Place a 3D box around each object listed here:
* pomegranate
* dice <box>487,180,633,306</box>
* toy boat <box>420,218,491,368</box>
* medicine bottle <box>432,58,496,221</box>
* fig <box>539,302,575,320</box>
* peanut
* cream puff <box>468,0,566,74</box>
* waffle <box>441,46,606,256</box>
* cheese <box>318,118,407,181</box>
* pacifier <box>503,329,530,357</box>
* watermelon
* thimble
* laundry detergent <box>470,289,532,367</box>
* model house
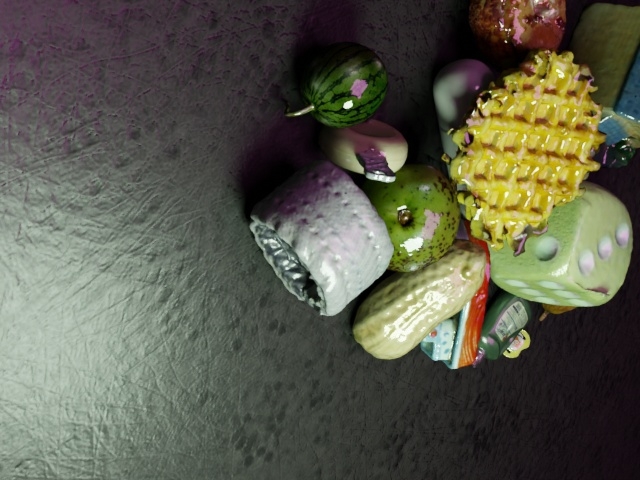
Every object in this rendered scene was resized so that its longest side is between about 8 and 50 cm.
[{"bbox_3d":[0.158,-0.040,1.472,0.248,0.214,0.214,61,54,-82],"label":"pomegranate"},{"bbox_3d":[0.549,0.005,1.772,0.252,0.254,0.249,24,74,-38],"label":"dice"},{"bbox_3d":[0.274,0.107,1.663,0.133,0.145,0.331,0,106,-15],"label":"toy boat"},{"bbox_3d":[0.314,-0.208,1.577,0.130,0.130,0.341,-40,129,-27],"label":"medicine bottle"},{"bbox_3d":[0.640,0.141,2.069,0.119,0.153,0.119,11,62,-22],"label":"fig"},{"bbox_3d":[0.201,0.110,1.538,0.313,0.152,0.152,-43,138,15],"label":"peanut"},{"bbox_3d":[0.392,-0.448,1.545,0.240,0.164,0.240,-1,92,-48],"label":"cream puff"},{"bbox_3d":[0.407,-0.180,1.518,0.382,0.095,0.379,-41,129,-15],"label":"waffle"},{"bbox_3d":[0.100,-0.149,1.329,0.163,0.249,0.070,1,115,-29],"label":"cheese"},{"bbox_3d":[0.503,0.266,2.005,0.083,0.068,0.064,-41,167,-4],"label":"pacifier"},{"bbox_3d":[0.024,-0.247,1.279,0.187,0.141,0.140,-38,129,-19],"label":"watermelon"},{"bbox_3d":[0.000,0.000,1.294,0.157,0.217,0.245,-39,137,-16],"label":"thimble"},{"bbox_3d":[0.435,0.232,1.898,0.221,0.078,0.144,-51,134,-19],"label":"laundry detergent"},{"bbox_3d":[0.799,-0.337,1.850,0.382,0.343,0.334,25,86,-46],"label":"model house"}]
